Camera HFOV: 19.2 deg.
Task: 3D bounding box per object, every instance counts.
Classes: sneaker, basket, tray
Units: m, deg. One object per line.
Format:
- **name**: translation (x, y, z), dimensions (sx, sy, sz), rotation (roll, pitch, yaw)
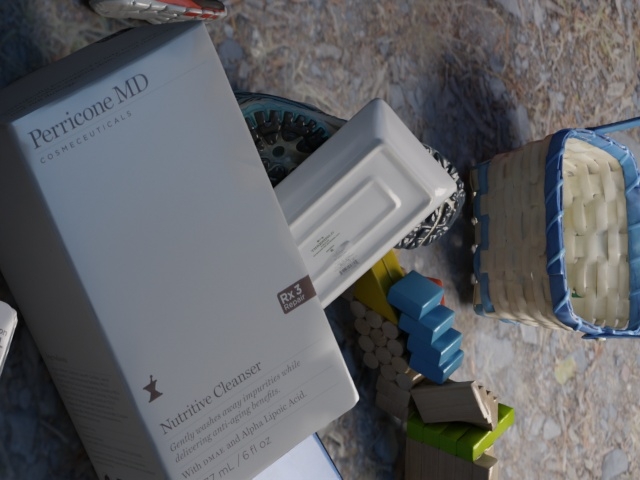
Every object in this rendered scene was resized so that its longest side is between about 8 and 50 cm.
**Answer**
- **sneaker**: translation (0.019, -0.086, 1.876), dimensions (0.283, 0.122, 0.110), rotation (23, 106, -30)
- **basket**: translation (0.316, -0.013, 2.098), dimensions (0.201, 0.289, 0.255), rotation (9, 80, -47)
- **sneaker**: translation (-0.150, -0.240, 1.784), dimensions (0.158, 0.061, 0.065), rotation (6, 75, -48)
- **tray**: translation (0.000, 0.000, 1.821), dimensions (0.270, 0.030, 0.145), rotation (-42, 126, 3)

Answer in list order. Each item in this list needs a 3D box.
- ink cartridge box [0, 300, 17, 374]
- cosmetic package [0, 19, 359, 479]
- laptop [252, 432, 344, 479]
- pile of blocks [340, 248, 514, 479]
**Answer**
- **ink cartridge box**: translation (-0.365, 0.069, 1.375), dimensions (0.172, 0.237, 0.100), rotation (32, 63, -41)
- **cosmetic package**: translation (-0.147, 0.023, 1.656), dimensions (0.217, 0.156, 0.385), rotation (-34, 112, -29)
- **laptop**: translation (0.021, 0.389, 1.781), dimensions (0.382, 0.408, 0.236), rotation (-48, 154, -39)
- **pile of blocks**: translation (0.126, 0.118, 1.980), dimensions (0.112, 0.149, 0.362), rotation (-37, 112, -43)
